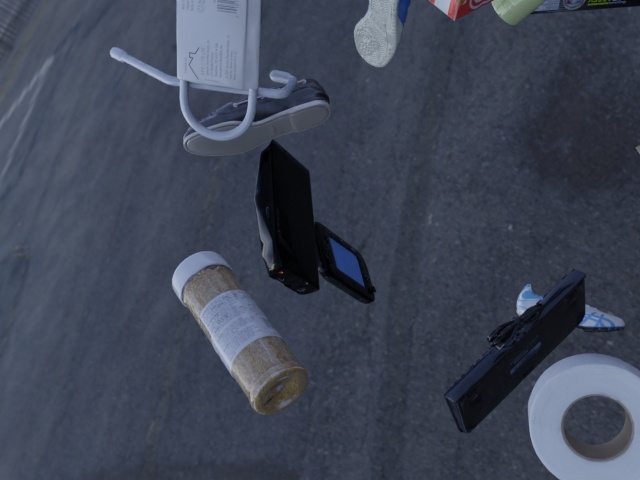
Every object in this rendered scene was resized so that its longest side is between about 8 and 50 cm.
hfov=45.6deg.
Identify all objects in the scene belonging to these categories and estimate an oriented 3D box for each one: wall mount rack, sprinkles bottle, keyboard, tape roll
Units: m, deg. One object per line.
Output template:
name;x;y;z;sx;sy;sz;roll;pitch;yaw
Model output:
wall mount rack;-0.178;-0.330;1.078;0.130;0.304;0.350;-73;-10;-60
sprinkles bottle;-0.160;0.167;1.458;0.121;0.121;0.355;-54;50;13
keyboard;0.187;0.098;0.723;0.180;0.108;0.023;-41;51;-14
tape roll;0.599;0.392;1.657;0.286;0.286;0.100;-54;-8;12

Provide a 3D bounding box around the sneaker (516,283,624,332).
sneaker;0.563;0.155;1.709;0.085;0.237;0.086;45;-121;-75

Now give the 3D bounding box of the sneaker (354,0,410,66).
sneaker;0.084;-0.262;0.824;0.084;0.058;0.152;-47;-21;-26

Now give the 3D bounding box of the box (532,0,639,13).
box;0.503;-0.532;1.523;0.216;0.270;0.060;-106;13;-49

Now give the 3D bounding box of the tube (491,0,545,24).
tube;0.351;-0.406;1.091;0.240;0.070;0.062;-39;11;45

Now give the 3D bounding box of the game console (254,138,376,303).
game console;0.000;0.000;1.245;0.044;0.361;0.213;-16;63;23

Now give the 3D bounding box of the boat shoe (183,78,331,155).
boat shoe;-0.144;-0.274;1.687;0.335;0.112;0.095;-16;60;-5

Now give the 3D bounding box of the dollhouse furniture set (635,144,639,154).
dollhouse furniture set;0.797;-0.267;1.780;0.161;0.182;0.101;-35;-3;9

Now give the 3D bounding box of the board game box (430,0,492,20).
board game box;0.080;-0.186;0.324;0.147;0.193;0.045;48;155;24
